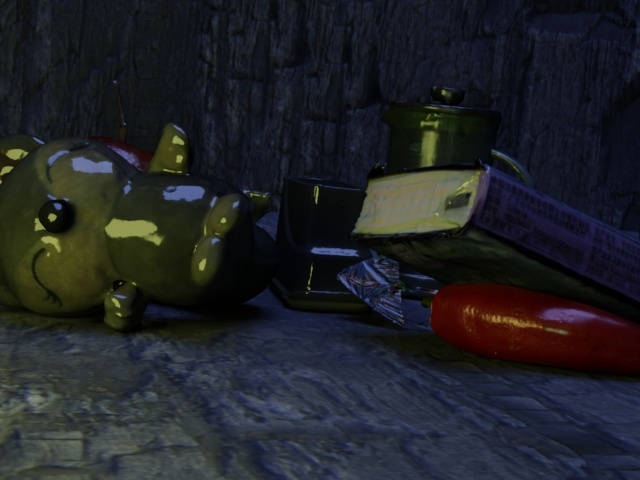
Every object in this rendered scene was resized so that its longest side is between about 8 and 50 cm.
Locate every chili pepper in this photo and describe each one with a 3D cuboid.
[{"bbox_3d":[0.262,0.113,1.387,0.369,0.091,0.137,15,-10,28],"label":"chili pepper"}]

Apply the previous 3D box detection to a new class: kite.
[{"bbox_3d":[0.097,0.060,1.605,0.160,0.010,0.183,11,35,-8],"label":"kite"}]

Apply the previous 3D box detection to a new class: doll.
[{"bbox_3d":[-0.255,0.018,1.491,0.383,0.252,0.378,9,-26,13],"label":"doll"}]

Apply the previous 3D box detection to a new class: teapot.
[{"bbox_3d":[0.214,-0.076,1.895,0.271,0.336,0.200,8,7,23],"label":"teapot"}]

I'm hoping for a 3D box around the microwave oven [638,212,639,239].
[{"bbox_3d":[0.749,-0.016,2.039,0.355,0.286,0.218,1,4,5],"label":"microwave oven"}]

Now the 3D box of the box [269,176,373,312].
[{"bbox_3d":[0.000,0.000,1.754,0.138,0.178,0.274,3,5,-13],"label":"box"}]

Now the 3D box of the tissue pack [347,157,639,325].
[{"bbox_3d":[0.250,0.015,1.455,0.361,0.122,0.259,25,-13,-28],"label":"tissue pack"}]

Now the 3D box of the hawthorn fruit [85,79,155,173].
[{"bbox_3d":[-0.321,-0.046,1.773,0.235,0.263,0.231,34,38,15],"label":"hawthorn fruit"}]
